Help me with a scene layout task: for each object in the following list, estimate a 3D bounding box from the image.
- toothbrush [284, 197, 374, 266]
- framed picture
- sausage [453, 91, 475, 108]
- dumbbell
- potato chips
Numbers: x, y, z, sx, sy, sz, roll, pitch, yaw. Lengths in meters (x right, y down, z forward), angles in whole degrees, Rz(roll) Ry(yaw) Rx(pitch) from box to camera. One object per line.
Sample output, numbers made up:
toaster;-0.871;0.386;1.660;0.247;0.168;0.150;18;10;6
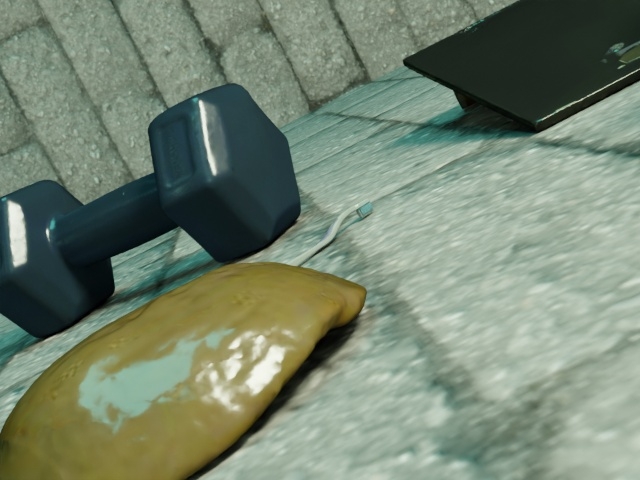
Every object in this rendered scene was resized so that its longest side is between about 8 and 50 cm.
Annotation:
toothbrush;0.000;0.000;0.723;0.131;0.013;0.011;-37;4;-42
framed picture;0.232;-0.193;0.902;0.244;0.013;0.324;-28;24;-4
sausage;0.246;-0.222;1.062;0.234;0.071;0.071;-24;10;12
dumbbell;-0.180;-0.023;0.927;0.324;0.160;0.144;-21;40;28
potato chips;-0.075;0.059;0.480;0.208;0.062;0.195;-30;8;-4
